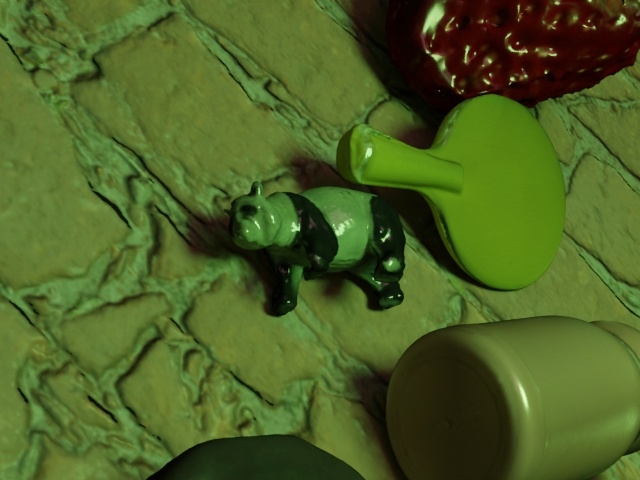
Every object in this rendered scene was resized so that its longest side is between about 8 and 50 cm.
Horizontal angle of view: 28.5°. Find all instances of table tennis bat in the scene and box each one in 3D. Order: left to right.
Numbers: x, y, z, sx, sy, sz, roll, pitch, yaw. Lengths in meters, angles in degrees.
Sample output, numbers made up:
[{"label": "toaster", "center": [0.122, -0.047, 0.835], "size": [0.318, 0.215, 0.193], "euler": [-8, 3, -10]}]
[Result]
[{"label": "table tennis bat", "center": [0.156, -0.062, 1.395], "size": [0.369, 0.054, 0.224], "euler": [9, 78, -43]}]

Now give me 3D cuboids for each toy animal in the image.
[{"label": "toy animal", "center": [0.000, 0.000, 1.220], "size": [0.225, 0.094, 0.121], "euler": [0, 58, -40]}]

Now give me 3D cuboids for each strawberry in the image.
[{"label": "strawberry", "center": [0.226, -0.286, 1.552], "size": [0.345, 0.295, 0.317], "euler": [-40, 111, -15]}]

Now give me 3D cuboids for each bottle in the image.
[{"label": "bottle", "center": [0.229, 0.169, 1.224], "size": [0.297, 0.173, 0.206], "euler": [-2, 33, -45]}]

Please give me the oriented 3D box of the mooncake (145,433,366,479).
[{"label": "mooncake", "center": [-0.042, 0.264, 0.946], "size": [0.245, 0.133, 0.245], "euler": [23, 47, -27]}]
